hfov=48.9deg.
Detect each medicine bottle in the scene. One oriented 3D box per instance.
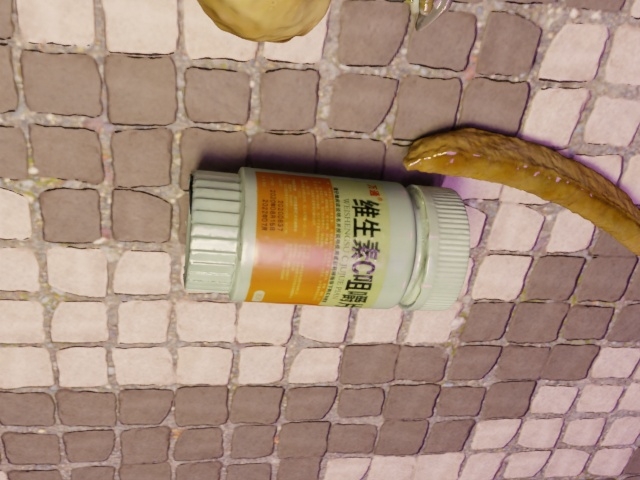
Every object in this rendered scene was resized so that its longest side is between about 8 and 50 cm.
[{"bbox_3d":[0.000,0.000,0.835,0.318,0.158,0.158,5,123,-12],"label":"medicine bottle"}]

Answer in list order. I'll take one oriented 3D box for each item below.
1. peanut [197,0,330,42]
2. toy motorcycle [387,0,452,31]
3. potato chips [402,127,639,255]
[{"bbox_3d":[-0.101,-0.314,0.607,0.340,0.158,0.174,34,91,-32],"label":"peanut"},{"bbox_3d":[0.162,-0.308,0.708,0.152,0.073,0.225,34,112,-30],"label":"toy motorcycle"},{"bbox_3d":[0.296,-0.069,0.902,0.407,0.057,0.080,18,132,-21],"label":"potato chips"}]
